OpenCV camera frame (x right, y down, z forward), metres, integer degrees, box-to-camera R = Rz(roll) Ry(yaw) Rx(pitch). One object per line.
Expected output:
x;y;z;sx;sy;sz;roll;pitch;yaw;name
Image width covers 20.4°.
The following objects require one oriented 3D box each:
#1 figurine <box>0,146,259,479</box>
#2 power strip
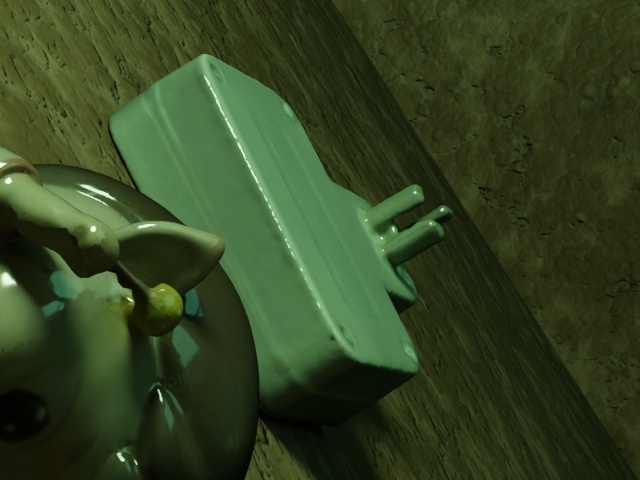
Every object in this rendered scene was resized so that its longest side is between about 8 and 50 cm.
-0.107;0.040;0.542;0.275;0.161;0.158;46;39;-45;figurine
0.000;0.000;1.201;0.229;0.141;0.261;63;14;18;power strip
